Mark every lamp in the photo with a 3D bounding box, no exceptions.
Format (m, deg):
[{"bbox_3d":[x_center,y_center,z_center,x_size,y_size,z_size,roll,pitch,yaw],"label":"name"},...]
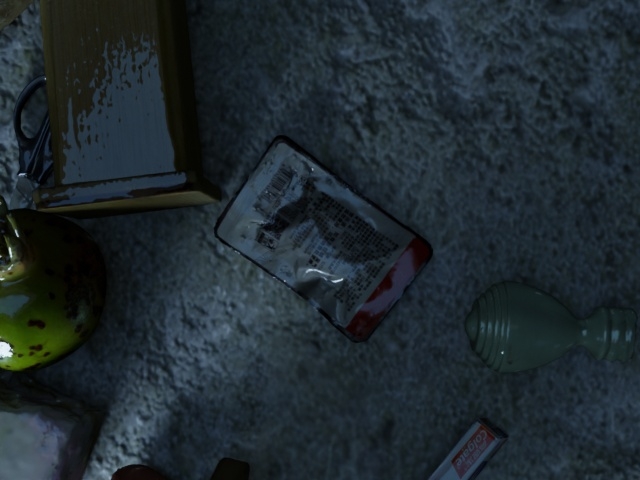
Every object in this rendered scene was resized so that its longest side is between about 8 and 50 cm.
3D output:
[{"bbox_3d":[0.261,0.104,1.242,0.192,0.106,0.106,6,92,1],"label":"lamp"}]

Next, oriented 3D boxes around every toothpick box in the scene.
[{"bbox_3d":[-0.233,-0.189,1.275,0.187,0.190,0.308,-7,86,4],"label":"toothpick box"}]

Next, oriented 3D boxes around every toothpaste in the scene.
[{"bbox_3d":[0.146,0.297,1.292,0.040,0.047,0.196,40,98,21],"label":"toothpaste"}]

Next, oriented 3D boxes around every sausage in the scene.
[{"bbox_3d":[-0.216,0.314,1.348,0.094,0.059,0.054,26,52,9],"label":"sausage"}]

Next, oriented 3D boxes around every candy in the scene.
[{"bbox_3d":[-0.384,0.259,1.338,0.184,0.137,0.195,24,97,9],"label":"candy"}]

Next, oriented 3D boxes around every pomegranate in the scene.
[{"bbox_3d":[-0.361,0.037,1.286,0.198,0.198,0.246,-15,127,10],"label":"pomegranate"}]

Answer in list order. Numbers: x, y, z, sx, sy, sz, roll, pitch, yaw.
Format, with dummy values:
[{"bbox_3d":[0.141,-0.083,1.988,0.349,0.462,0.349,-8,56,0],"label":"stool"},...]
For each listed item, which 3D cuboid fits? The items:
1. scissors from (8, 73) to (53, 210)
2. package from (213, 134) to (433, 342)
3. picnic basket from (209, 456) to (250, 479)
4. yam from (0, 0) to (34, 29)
[{"bbox_3d":[-0.374,-0.064,1.385,0.109,0.022,0.300,23,94,9],"label":"scissors"},{"bbox_3d":[0.000,0.000,1.316,0.239,0.030,0.154,37,96,7],"label":"package"},{"bbox_3d":[-0.135,0.434,1.219,0.291,0.254,0.321,12,116,9],"label":"picnic basket"},{"bbox_3d":[-0.294,-0.395,1.339,0.356,0.081,0.081,-38,85,7],"label":"yam"}]
